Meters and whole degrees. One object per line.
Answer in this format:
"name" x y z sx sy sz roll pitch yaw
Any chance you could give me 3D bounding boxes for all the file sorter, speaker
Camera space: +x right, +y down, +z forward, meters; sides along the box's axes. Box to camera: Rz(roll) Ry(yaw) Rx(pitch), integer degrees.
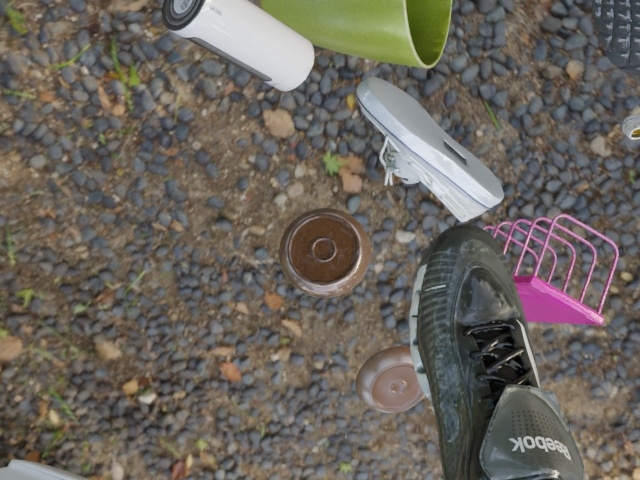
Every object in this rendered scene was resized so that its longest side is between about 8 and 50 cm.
"file sorter" 0.483 0.062 1.757 0.202 0.291 0.182 28 76 -19
"speaker" -0.067 -0.177 0.675 0.055 0.055 0.136 -45 144 21

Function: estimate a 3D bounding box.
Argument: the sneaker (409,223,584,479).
"sneaker" 0.104 0.102 0.450 0.078 0.106 0.234 2 80 -16

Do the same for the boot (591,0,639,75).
"boot" 0.393 -0.375 0.871 0.118 0.223 0.338 13 131 35

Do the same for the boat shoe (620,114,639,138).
"boat shoe" 0.446 -0.150 1.021 0.100 0.035 0.035 -7 130 2

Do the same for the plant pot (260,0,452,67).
"plant pot" 0.052 -0.441 1.375 0.294 0.275 0.274 6 115 24

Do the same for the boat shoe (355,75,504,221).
"boat shoe" 0.180 -0.158 1.542 0.367 0.135 0.156 36 125 -22

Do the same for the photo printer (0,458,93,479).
"photo printer" -0.143 0.321 0.752 0.308 0.107 0.256 11 152 20

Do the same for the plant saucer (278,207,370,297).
"plant saucer" 0.007 0.019 1.422 0.169 0.029 0.168 -1 78 3

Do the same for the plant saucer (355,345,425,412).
"plant saucer" 0.184 0.345 1.891 0.199 0.036 0.198 -5 119 -10
